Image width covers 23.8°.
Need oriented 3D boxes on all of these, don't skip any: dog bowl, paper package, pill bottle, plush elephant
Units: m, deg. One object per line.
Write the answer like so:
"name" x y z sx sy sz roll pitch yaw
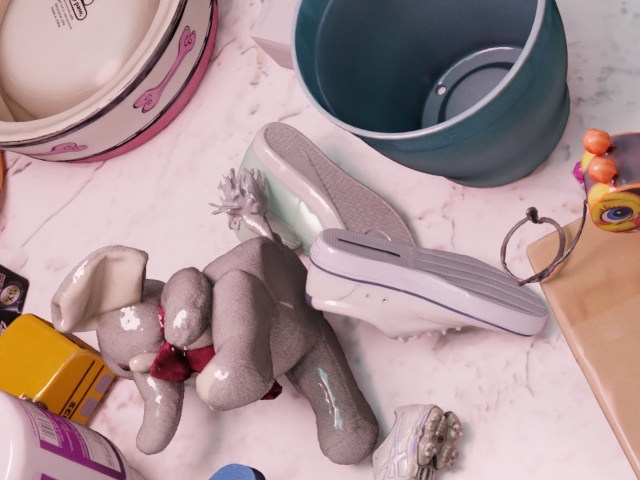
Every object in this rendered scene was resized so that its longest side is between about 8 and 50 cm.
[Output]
"dog bowl" -0.310 -0.280 1.934 0.408 0.150 0.408 -10 65 23
"paper package" 0.395 0.073 1.328 0.324 0.168 0.309 -30 57 12
"pill bottle" -0.304 0.268 1.621 0.169 0.301 0.169 -10 66 22
"plush elephant" -0.137 0.110 1.634 0.255 0.272 0.330 -29 61 23

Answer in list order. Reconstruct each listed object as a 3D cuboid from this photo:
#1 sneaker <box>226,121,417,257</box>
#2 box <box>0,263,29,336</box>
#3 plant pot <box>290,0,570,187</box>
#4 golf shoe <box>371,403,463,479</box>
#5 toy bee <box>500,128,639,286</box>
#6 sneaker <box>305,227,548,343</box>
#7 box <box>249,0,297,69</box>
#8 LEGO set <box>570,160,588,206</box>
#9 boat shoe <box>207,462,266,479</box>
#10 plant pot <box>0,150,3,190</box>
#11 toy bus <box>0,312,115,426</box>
"sneaker" 0.000 -0.001 1.723 0.256 0.094 0.151 46 134 12
"box" -0.462 0.117 1.891 0.147 0.077 0.180 2 71 27
"plant pot" 0.145 -0.183 1.607 0.271 0.255 0.272 -10 66 23
"golf shoe" 0.084 0.254 1.589 0.086 0.069 0.176 10 71 50
"toy bee" 0.283 -0.040 1.241 0.298 0.162 0.195 -34 58 8
"sneaker" 0.108 0.062 1.602 0.258 0.094 0.091 17 117 1
"box" -0.010 -0.259 1.812 0.102 0.087 0.101 17 78 30
"LEGO set" 0.392 -0.119 1.547 0.287 0.107 0.132 -42 58 6
"boat shoe" -0.113 0.365 1.620 0.109 0.089 0.258 18 84 44
"plant pot" -0.583 -0.095 1.935 0.203 0.291 0.291 -32 58 30
"toy bus" -0.382 0.252 1.768 0.108 0.130 0.333 29 85 31
